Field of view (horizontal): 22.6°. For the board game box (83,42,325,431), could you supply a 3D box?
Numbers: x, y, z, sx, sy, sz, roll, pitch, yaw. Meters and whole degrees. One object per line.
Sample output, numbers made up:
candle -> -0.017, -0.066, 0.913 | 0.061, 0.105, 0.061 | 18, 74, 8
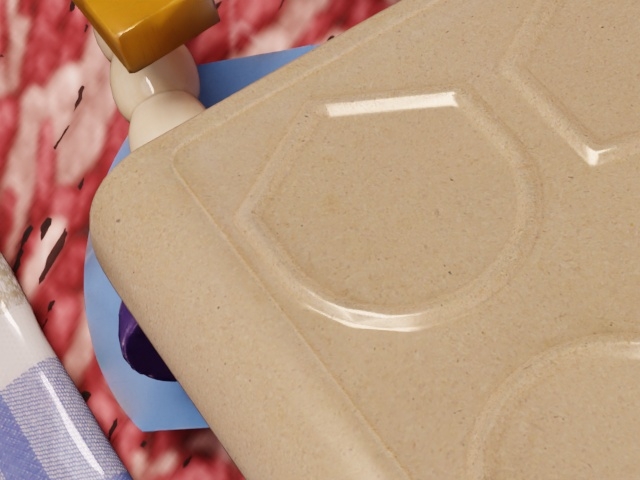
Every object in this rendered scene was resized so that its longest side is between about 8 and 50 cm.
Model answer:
board game box -> 0.000, 0.000, 0.541 | 0.168, 0.033, 0.133 | -7, 68, 24

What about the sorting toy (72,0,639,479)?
sorting toy -> 0.057, -0.025, 0.438 | 0.229, 0.041, 0.307 | -33, 58, -10

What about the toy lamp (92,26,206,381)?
toy lamp -> -0.066, -0.090, 0.544 | 0.080, 0.080, 0.275 | -31, 62, 17

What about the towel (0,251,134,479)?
towel -> -0.216, 0.039, 0.631 | 0.209, 0.034, 0.285 | -39, 71, 12
